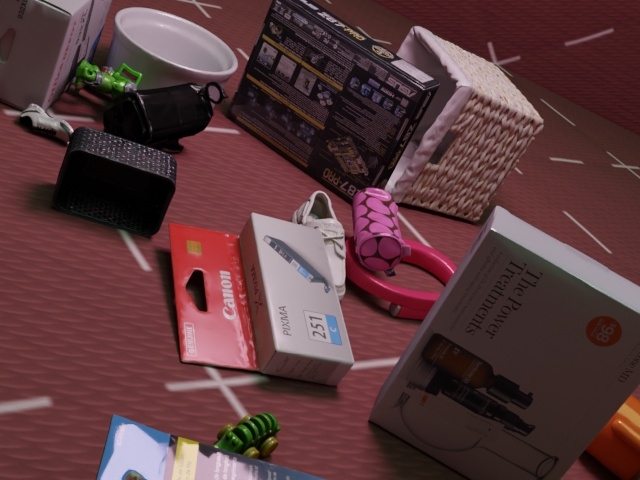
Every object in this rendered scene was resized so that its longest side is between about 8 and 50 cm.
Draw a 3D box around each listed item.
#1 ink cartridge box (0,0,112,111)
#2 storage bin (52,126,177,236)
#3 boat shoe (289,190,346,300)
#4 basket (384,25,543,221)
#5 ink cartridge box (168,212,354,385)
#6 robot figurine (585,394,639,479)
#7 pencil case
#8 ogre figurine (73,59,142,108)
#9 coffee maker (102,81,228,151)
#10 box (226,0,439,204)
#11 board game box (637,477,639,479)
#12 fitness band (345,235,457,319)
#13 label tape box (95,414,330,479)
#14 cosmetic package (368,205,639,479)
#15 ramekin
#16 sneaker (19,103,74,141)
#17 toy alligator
[{"bbox_3d":[-0.519,-0.407,1.713,0.129,0.223,0.307,24,28,-8],"label":"ink cartridge box"},{"bbox_3d":[-0.338,-0.097,1.464,0.180,0.122,0.084,18,30,-18],"label":"storage bin"},{"bbox_3d":[0.000,0.000,1.627,0.098,0.096,0.277,16,31,-23],"label":"boat shoe"},{"bbox_3d":[0.290,-0.272,2.101,0.266,0.328,0.331,16,30,-29],"label":"basket"},{"bbox_3d":[-0.098,0.078,1.402,0.261,0.066,0.296,13,40,-26],"label":"ink cartridge box"},{"bbox_3d":[0.527,0.339,1.496,0.219,0.158,0.128,40,52,23],"label":"robot figurine"},{"bbox_3d":[0.111,-0.024,1.674,0.098,0.095,0.209,-12,31,5],"label":"pencil case"},{"bbox_3d":[-0.421,-0.310,1.747,0.118,0.197,0.097,18,73,-14],"label":"ogre figurine"},{"bbox_3d":[-0.303,-0.250,1.699,0.120,0.171,0.178,52,35,9],"label":"coffee maker"},{"bbox_3d":[0.016,-0.302,1.908,0.395,0.318,0.097,35,30,15],"label":"box"},{"bbox_3d":[0.556,0.387,1.381,0.092,0.181,0.043,31,28,6],"label":"board game box"},{"bbox_3d":[0.166,0.070,1.712,0.291,0.054,0.209,8,31,-34],"label":"fitness band"},{"bbox_3d":[-0.099,0.350,0.951,0.334,0.106,0.240,20,29,-13],"label":"label tape box"},{"bbox_3d":[0.280,0.180,1.275,0.284,0.377,0.097,29,29,3],"label":"cosmetic package"},{"bbox_3d":[-0.331,-0.380,1.927,0.277,0.135,0.277,21,30,-13],"label":"ramekin"},{"bbox_3d":[-0.496,-0.205,1.604,0.109,0.040,0.044,28,44,8],"label":"sneaker"},{"bbox_3d":[-0.108,0.261,1.148,0.056,0.051,0.190,41,31,24],"label":"toy alligator"}]
